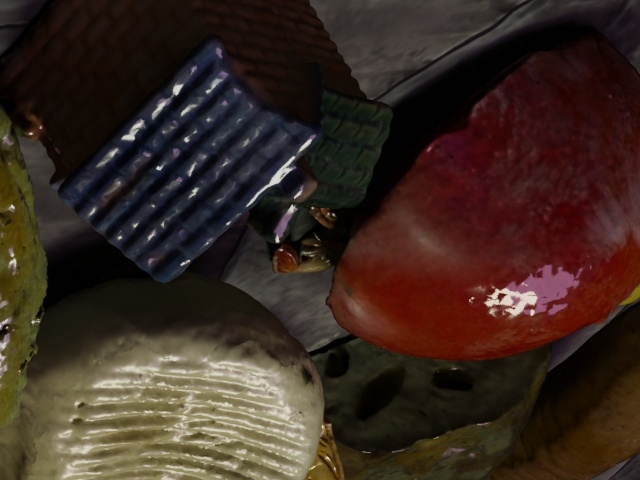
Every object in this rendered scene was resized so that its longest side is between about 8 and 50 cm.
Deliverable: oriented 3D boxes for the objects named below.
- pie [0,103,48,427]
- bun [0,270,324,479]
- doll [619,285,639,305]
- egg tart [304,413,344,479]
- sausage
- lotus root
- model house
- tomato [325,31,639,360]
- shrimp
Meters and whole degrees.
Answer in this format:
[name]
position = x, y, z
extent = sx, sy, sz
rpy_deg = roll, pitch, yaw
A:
[pie]
position = -0.292, 0.036, 0.961
extent = 0.323, 0.070, 0.323
rpy_deg = -16, 136, -16
[bun]
position = -0.139, 0.124, 1.288
extent = 0.259, 0.160, 0.259
rpy_deg = -12, 125, -17
[doll]
position = 0.268, 0.001, 1.643
extent = 0.221, 0.135, 0.143
rpy_deg = -18, 121, -19
[egg tart]
position = -0.118, 0.215, 1.470
extent = 0.294, 0.116, 0.295
rpy_deg = -6, 103, -27
[sausage]
position = 0.277, 0.179, 1.844
extent = 0.123, 0.136, 0.501
rpy_deg = 10, 156, -17
[lotus root]
position = 0.081, 0.192, 1.732
extent = 0.267, 0.149, 0.260
rpy_deg = -19, 153, -22
[model house]
position = -0.058, -0.065, 1.008
extent = 0.166, 0.172, 0.183
rpy_deg = -46, 154, 26
[tomato]
position = 0.164, -0.001, 1.375
extent = 0.309, 0.170, 0.309
rpy_deg = -41, 157, -21
[shrimp]
position = -0.003, -0.007, 1.377
extent = 0.095, 0.045, 0.162
rpy_deg = -16, 165, 13
